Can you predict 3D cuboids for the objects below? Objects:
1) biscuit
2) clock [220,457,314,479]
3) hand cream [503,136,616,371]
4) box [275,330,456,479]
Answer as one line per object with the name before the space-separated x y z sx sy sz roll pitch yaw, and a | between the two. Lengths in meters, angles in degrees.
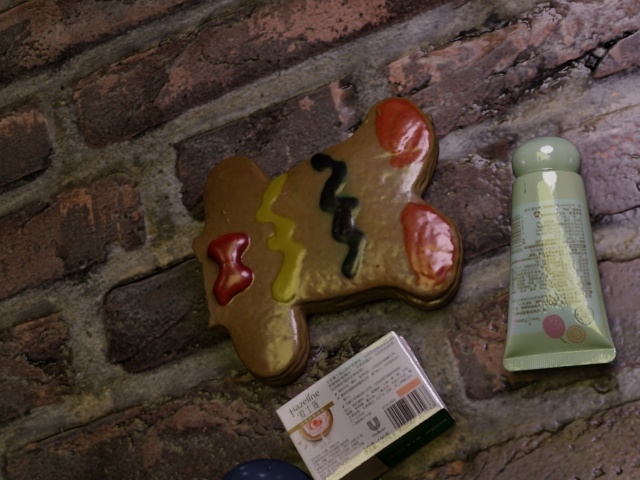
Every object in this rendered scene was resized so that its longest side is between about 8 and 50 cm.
biscuit | 0.000 0.000 1.793 0.393 0.076 0.368 -19 63 16
clock | -0.079 0.406 1.636 0.199 0.146 0.243 15 84 29
hand cream | 0.303 0.015 1.643 0.147 0.093 0.306 -8 69 23
box | 0.059 0.233 1.665 0.199 0.081 0.135 -33 59 1
